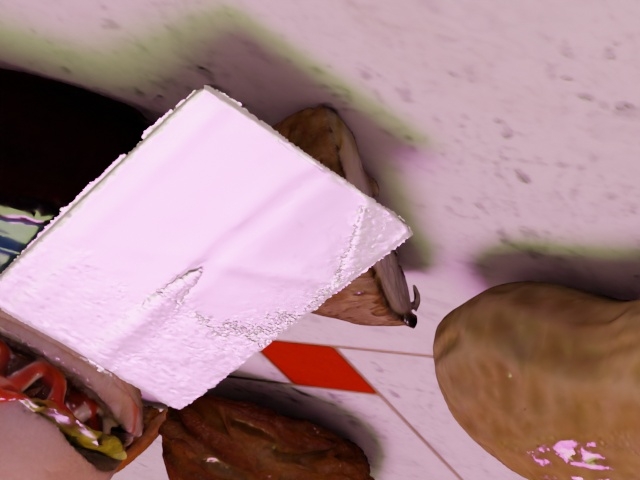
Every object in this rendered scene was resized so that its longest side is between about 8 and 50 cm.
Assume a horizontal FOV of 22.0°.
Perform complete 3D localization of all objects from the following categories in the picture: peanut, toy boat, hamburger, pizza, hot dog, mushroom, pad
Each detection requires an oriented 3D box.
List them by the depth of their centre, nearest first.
[{"bbox_3d":[-0.077,0.014,0.955,0.156,0.004,0.232,34,129,-24],"label":"pad"},{"bbox_3d":[0.200,0.089,0.962,0.313,0.149,0.149,2,151,44],"label":"peanut"},{"bbox_3d":[0.000,0.002,0.998,0.094,0.072,0.210,-1,149,13],"label":"mushroom"},{"bbox_3d":[-0.193,-0.024,1.030,0.309,0.129,0.142,15,142,6],"label":"toy boat"},{"bbox_3d":[-0.297,0.137,1.414,0.302,0.170,0.302,21,159,9],"label":"hamburger"},{"bbox_3d":[-0.052,0.220,1.456,0.196,0.122,0.272,18,160,11],"label":"hot dog"},{"bbox_3d":[-0.196,0.187,1.525,0.100,0.099,0.029,0,135,39],"label":"pizza"}]
